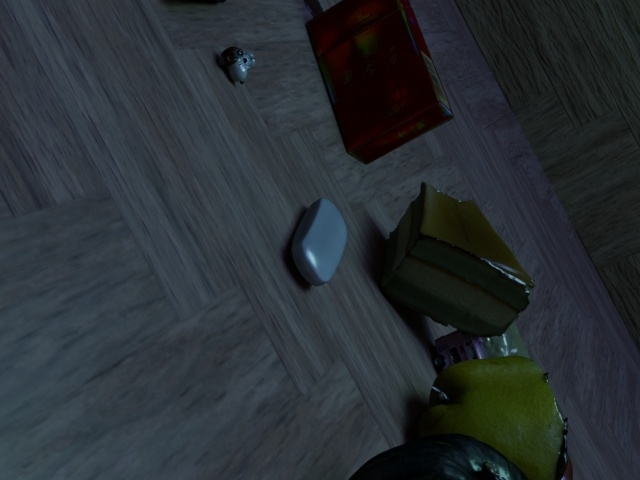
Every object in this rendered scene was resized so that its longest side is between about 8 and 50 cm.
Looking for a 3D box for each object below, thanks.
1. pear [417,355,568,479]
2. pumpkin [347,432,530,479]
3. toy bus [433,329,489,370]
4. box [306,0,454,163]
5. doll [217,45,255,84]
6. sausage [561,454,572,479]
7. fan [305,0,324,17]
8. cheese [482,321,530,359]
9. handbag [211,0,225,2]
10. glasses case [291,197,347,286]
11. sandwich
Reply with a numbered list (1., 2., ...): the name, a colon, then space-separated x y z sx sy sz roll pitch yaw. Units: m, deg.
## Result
1. pear: 0.232 0.291 1.475 0.178 0.267 0.267 13 45 -21
2. pumpkin: 0.150 0.378 1.093 0.323 0.241 0.323 34 28 -22
3. toy bus: 0.262 0.254 1.666 0.063 0.090 0.203 25 44 -56
4. box: 0.109 -0.331 1.845 0.089 0.197 0.313 25 42 -55
5. doll: -0.127 -0.281 1.494 0.085 0.040 0.058 -72 143 -54
6. sausage: 0.459 0.458 1.886 0.076 0.076 0.141 60 23 -7
7. fan: -0.019 -0.514 2.022 0.085 0.005 0.133 26 43 -54
8. cheese: 0.340 0.164 1.930 0.159 0.093 0.263 27 42 -52
9. handbag: -0.227 -0.517 1.444 0.326 0.118 0.269 60 16 -4
10. glasses case: 0.000 0.000 1.437 0.076 0.049 0.197 55 24 -17
11. sandwich: 0.241 0.033 1.682 0.227 0.155 0.198 28 32 -10
